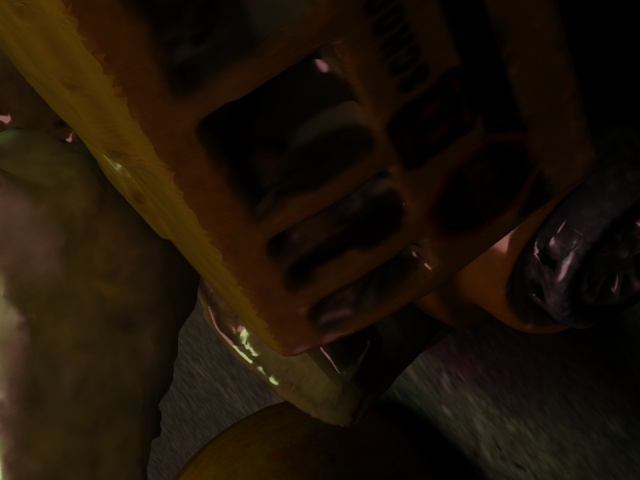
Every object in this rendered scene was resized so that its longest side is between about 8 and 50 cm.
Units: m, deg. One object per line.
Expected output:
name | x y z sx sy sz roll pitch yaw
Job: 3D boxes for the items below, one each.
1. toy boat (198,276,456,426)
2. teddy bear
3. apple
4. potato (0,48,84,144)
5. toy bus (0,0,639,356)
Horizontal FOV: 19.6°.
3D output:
toy boat | 0.000 0.000 0.645 0.116 0.061 0.188 52 162 5
teddy bear | 0.059 0.159 0.581 0.327 0.362 0.375 -35 64 59
apple | -0.004 0.164 0.796 0.182 0.155 0.182 50 164 20
potato | -0.122 -0.079 0.645 0.228 0.149 0.197 -123 21 -66
toy bus | -0.016 -0.076 0.373 0.121 0.123 0.335 47 171 32
